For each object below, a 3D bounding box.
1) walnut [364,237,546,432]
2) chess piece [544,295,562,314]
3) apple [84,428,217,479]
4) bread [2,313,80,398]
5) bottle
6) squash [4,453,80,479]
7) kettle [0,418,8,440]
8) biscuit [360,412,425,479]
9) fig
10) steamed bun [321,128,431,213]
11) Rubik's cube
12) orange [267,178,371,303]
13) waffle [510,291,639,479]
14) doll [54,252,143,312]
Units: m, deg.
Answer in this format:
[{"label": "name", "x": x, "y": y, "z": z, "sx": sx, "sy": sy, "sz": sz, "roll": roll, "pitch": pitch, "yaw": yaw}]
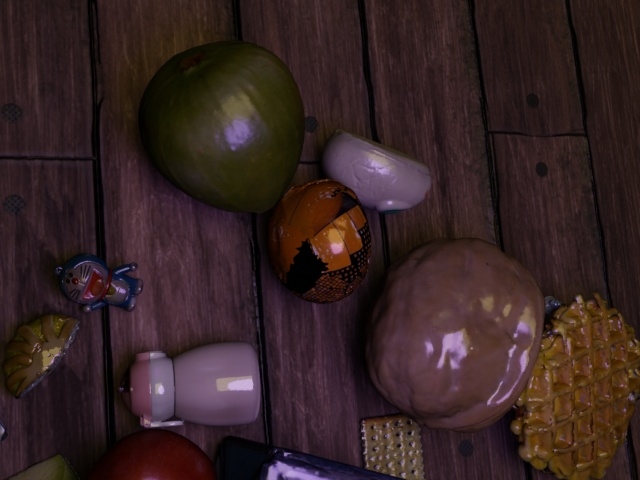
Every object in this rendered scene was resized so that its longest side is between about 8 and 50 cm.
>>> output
[{"label": "walnut", "x": 0.249, "y": 0.175, "z": 1.457, "sx": 0.381, "sy": 0.381, "sz": 0.381, "roll": 4, "pitch": 79, "yaw": -22}, {"label": "chess piece", "x": 0.461, "y": 0.143, "z": 1.639, "sx": 0.059, "sy": 0.149, "sz": 0.059, "roll": 3, "pitch": 81, "yaw": -22}, {"label": "apple", "x": -0.276, "y": 0.419, "z": 1.251, "sx": 0.218, "sy": 0.201, "sz": 0.218, "roll": 0, "pitch": 90, "yaw": -7}, {"label": "bread", "x": -0.472, "y": 0.178, "z": 1.294, "sx": 0.157, "sy": 0.083, "sz": 0.094, "roll": -40, "pitch": 84, "yaw": -22}, {"label": "bottle", "x": -0.231, "y": 0.253, "z": 1.345, "sx": 0.236, "sy": 0.147, "sz": 0.147, "roll": -1, "pitch": 81, "yaw": -14}, {"label": "squash", "x": -0.460, "y": 0.464, "z": 1.239, "sx": 0.192, "sy": 0.085, "sz": 0.184, "roll": -25, "pitch": 90, "yaw": -23}, {"label": "kettle", "x": -0.588, "y": 0.303, "z": 1.221, "sx": 0.148, "sy": 0.127, "sz": 0.098, "roll": -37, "pitch": 128, "yaw": -26}, {"label": "biscuit", "x": 0.145, "y": 0.461, "z": 1.524, "sx": 0.139, "sy": 0.016, "sz": 0.231, "roll": -2, "pitch": 81, "yaw": -23}, {"label": "fig", "x": -0.163, "y": -0.188, "z": 1.386, "sx": 0.316, "sy": 0.316, "sz": 0.316, "roll": 4, "pitch": 79, "yaw": -22}, {"label": "steamed bun", "x": 0.105, "y": -0.127, "z": 1.534, "sx": 0.228, "sy": 0.177, "sz": 0.130, "roll": 21, "pitch": 100, "yaw": -18}, {"label": "Rubik's cube", "x": -0.034, "y": 0.506, "z": 1.291, "sx": 0.310, "sy": 0.307, "sz": 0.305, "roll": 17, "pitch": 77, "yaw": -18}, {"label": "orange", "x": 0.000, "y": 0.000, "z": 1.434, "sx": 0.182, "sy": 0.234, "sz": 0.234, "roll": 9, "pitch": 77, "yaw": -21}, {"label": "waffle", "x": 0.545, "y": 0.313, "z": 1.611, "sx": 0.380, "sy": 0.095, "sz": 0.382, "roll": 37, "pitch": 75, "yaw": -33}, {"label": "doll", "x": -0.388, "y": 0.074, "z": 1.341, "sx": 0.152, "sy": 0.085, "sz": 0.114, "roll": 24, "pitch": 91, "yaw": -28}]
